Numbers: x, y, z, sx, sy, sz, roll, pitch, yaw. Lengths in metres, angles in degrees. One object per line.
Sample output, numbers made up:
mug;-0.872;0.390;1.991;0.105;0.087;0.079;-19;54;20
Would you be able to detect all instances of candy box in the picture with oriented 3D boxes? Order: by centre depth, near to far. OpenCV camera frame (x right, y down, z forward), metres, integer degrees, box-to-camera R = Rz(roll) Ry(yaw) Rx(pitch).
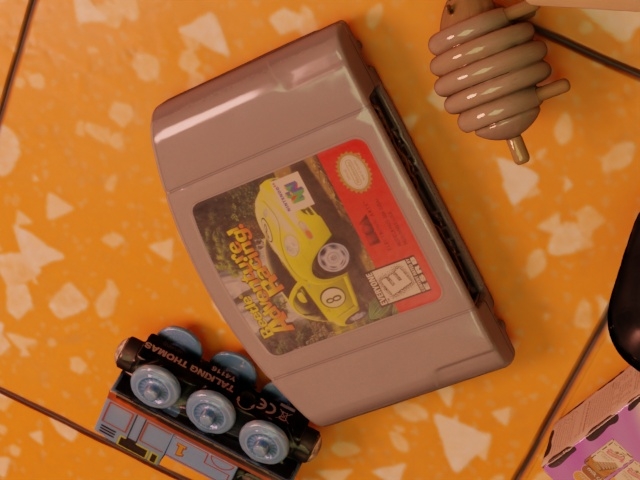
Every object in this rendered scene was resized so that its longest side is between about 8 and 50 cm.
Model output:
candy box;0.295;0.155;1.130;0.165;0.070;0.196;44;119;-5

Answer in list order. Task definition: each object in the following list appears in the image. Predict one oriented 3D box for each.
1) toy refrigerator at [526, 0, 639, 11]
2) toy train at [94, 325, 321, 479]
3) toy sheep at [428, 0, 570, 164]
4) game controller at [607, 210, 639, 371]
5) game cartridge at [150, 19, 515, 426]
toy refrigerator;0.238;-0.200;0.904;0.269;0.094;0.102;10;155;38
toy train;-0.091;0.145;1.240;0.184;0.080;0.105;27;128;1
toy sheep;0.121;-0.116;1.051;0.091;0.091;0.132;-21;88;24
game controller;0.356;0.068;1.022;0.319;0.166;0.067;21;152;7
game cartridge;0.000;0.000;1.159;0.196;0.060;0.294;-21;106;28
